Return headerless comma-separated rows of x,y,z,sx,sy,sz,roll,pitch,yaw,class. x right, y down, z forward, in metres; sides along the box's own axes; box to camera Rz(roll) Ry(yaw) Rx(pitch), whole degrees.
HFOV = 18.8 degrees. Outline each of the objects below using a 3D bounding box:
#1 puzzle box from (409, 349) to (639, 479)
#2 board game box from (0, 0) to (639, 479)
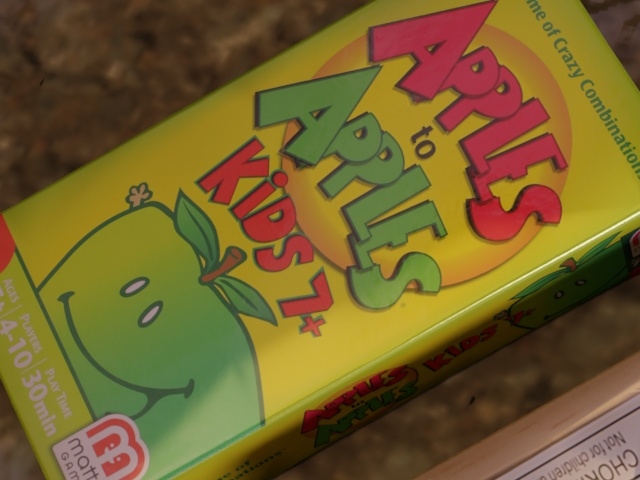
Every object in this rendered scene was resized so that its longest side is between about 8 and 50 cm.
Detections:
0.231,0.089,0.423,0.409,0.052,0.272,-30,67,2,puzzle box
0.000,0.000,0.518,0.181,0.043,0.092,-30,66,2,board game box
